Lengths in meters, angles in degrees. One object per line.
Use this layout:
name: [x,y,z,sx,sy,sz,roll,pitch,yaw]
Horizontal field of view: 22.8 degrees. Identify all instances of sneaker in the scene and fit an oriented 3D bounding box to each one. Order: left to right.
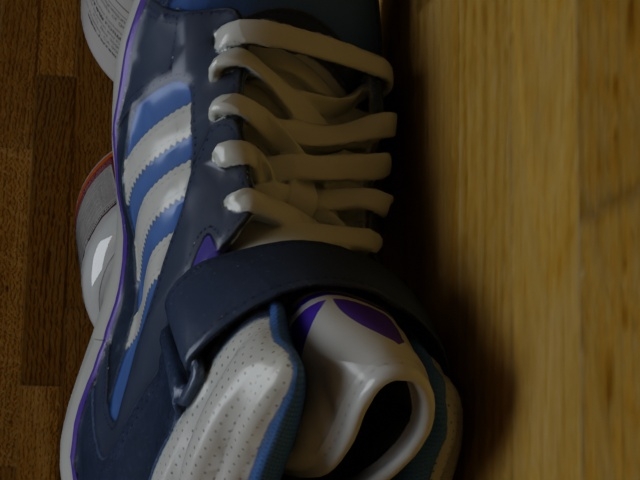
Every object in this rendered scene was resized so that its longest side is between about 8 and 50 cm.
sneaker: [-0.001,0.000,0.618,0.236,0.130,0.322,10,86,63]

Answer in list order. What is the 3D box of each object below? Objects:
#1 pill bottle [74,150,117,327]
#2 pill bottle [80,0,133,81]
pill bottle: [-0.089,0.012,0.984,0.221,0.121,0.121,-125,39,-71]
pill bottle: [-0.053,-0.171,0.830,0.229,0.131,0.131,119,152,-64]
